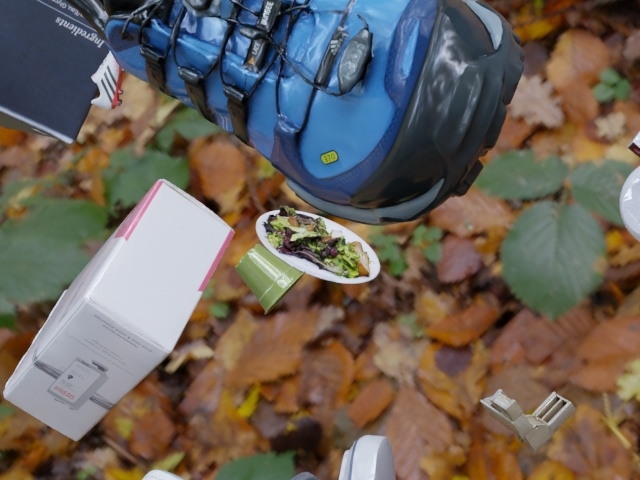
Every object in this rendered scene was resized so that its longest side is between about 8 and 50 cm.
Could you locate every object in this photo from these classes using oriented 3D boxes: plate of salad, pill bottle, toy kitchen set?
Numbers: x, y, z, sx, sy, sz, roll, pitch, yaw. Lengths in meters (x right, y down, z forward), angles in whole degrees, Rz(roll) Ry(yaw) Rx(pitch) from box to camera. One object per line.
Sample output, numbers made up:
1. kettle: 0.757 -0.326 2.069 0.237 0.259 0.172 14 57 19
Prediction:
1. plate of salad: 0.000 0.000 1.819 0.200 0.199 0.048 -104 32 -58
2. pill bottle: 0.570 -0.063 1.930 0.146 0.146 0.264 -25 -8 33
3. toy kitchen set: 0.246 0.193 1.461 0.075 0.083 0.068 -43 31 -11

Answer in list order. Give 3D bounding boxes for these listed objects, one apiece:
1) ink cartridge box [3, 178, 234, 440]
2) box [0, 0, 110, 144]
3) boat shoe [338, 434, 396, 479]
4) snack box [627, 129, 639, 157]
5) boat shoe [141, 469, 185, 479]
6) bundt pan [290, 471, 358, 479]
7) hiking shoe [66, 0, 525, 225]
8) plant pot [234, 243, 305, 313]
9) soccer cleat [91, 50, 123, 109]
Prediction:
1. ink cartridge box: -0.246 0.088 1.458 0.283 0.117 0.207 -42 17 46
2. box: -0.348 -0.343 1.437 0.293 0.212 0.396 15 82 58
3. boat shoe: 0.009 0.300 1.069 0.088 0.268 0.096 8 8 17
4. snack box: 0.545 -0.106 1.801 0.064 0.178 0.022 -49 -4 -28
5. boat shoe: -0.162 0.349 1.173 0.103 0.118 0.320 -53 -14 -48
6. bundt pan: -0.011 0.313 0.716 0.124 0.331 0.331 24 72 45
7. hiking shoe: -0.036 -0.088 0.554 0.304 0.132 0.113 29 100 56
8. plant pot: -0.078 0.048 1.718 0.083 0.079 0.083 -46 -2 -2
9. soccer cleat: -0.229 -0.183 1.307 0.029 0.035 0.083 -112 29 -76
